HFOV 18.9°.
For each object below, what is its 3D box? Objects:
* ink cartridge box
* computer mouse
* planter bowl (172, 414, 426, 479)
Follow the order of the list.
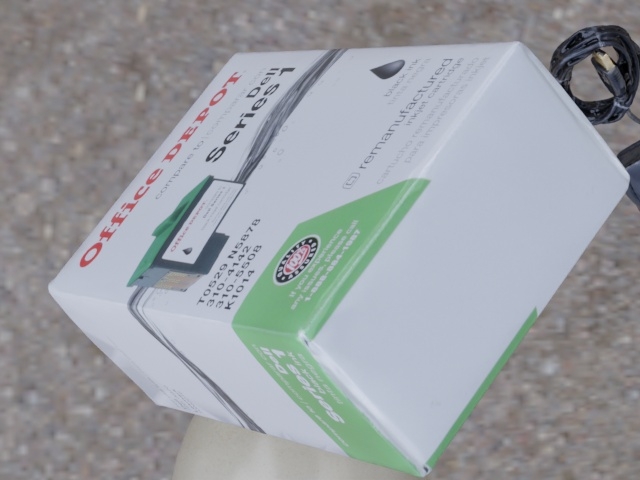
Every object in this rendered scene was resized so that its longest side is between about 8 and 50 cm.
[{"bbox_3d":[0.000,0.000,0.839,0.219,0.092,0.160,6,54,55],"label":"ink cartridge box"},{"bbox_3d":[0.183,-0.050,1.049,0.071,0.242,0.041,-20,62,23],"label":"computer mouse"},{"bbox_3d":[-0.013,0.124,1.164,0.162,0.162,0.109,-1,87,36],"label":"planter bowl"}]
